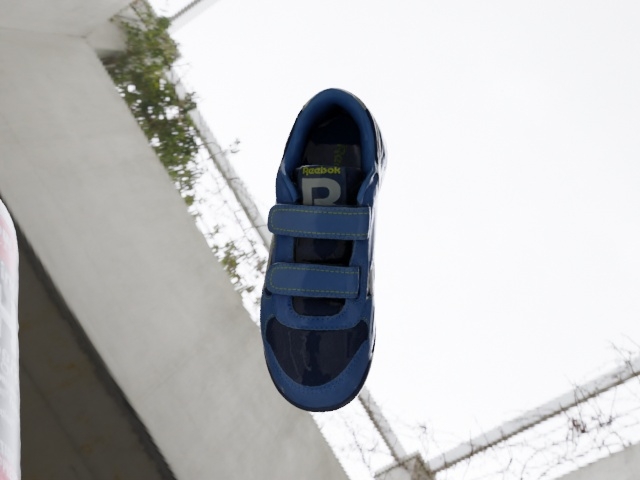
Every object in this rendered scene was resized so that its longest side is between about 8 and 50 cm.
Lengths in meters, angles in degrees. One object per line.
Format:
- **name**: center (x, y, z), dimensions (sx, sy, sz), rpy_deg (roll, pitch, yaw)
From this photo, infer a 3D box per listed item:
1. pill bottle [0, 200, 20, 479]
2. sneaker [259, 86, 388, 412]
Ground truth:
- **pill bottle**: center (-0.272, 0.052, 0.478), dimensions (0.176, 0.176, 0.319), rpy_deg (-32, -131, 16)
- **sneaker**: center (0.000, 0.000, 0.348), dimensions (0.053, 0.059, 0.144), rpy_deg (2, -110, 6)
